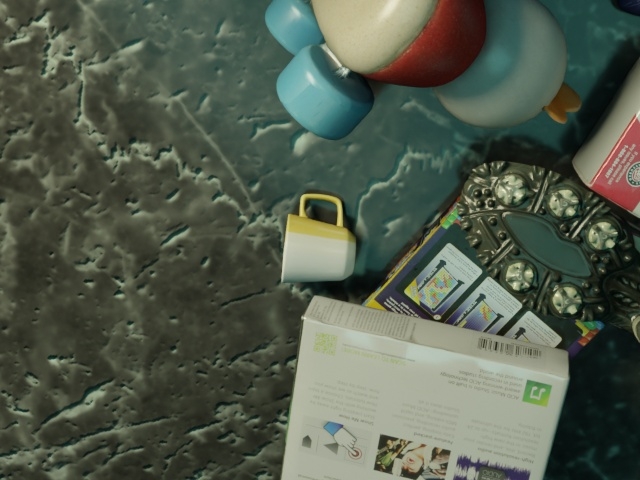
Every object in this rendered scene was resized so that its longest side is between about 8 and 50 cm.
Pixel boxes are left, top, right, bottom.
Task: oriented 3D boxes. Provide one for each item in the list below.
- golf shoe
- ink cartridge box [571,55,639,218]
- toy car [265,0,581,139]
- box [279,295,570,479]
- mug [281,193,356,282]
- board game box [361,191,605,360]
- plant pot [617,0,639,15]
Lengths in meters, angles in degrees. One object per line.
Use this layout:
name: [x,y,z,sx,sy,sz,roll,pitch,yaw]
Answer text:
golf shoe: [0.235,0.023,0.876,0.273,0.120,0.105,31,101,1]
ink cartridge box: [0.318,-0.062,0.840,0.176,0.127,0.128,31,105,0]
toy car: [0.115,-0.173,0.840,0.238,0.210,0.219,27,122,-29]
box: [0.078,0.224,0.947,0.232,0.058,0.322,13,112,9]
mug: [0.000,0.003,0.935,0.064,0.062,0.078,6,111,-2]
board game box: [0.144,0.064,0.935,0.170,0.048,0.141,41,107,-4]
plant pot: [0.368,-0.260,0.744,0.236,0.212,0.236,11,104,4]
